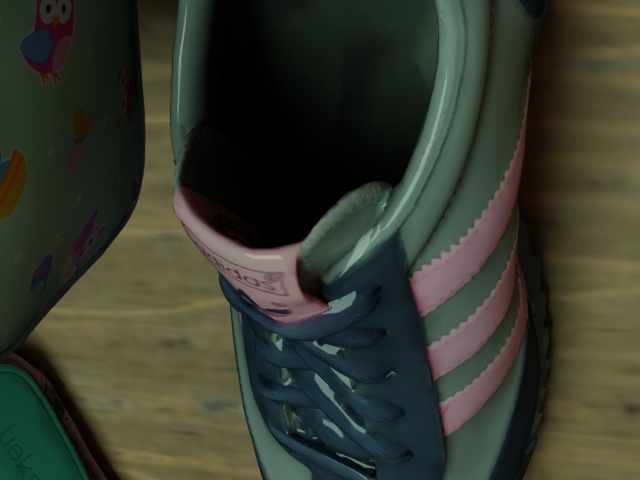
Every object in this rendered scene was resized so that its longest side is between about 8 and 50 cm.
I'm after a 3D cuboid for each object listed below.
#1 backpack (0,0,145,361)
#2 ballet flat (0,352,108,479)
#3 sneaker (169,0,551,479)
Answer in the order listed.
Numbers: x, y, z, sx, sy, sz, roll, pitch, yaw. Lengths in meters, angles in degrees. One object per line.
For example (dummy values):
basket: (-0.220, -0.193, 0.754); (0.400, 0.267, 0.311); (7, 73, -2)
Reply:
backpack: (-0.128, -0.039, 0.427); (0.144, 0.188, 0.166); (18, 129, 20)
ballet flat: (-0.101, 0.142, 0.710); (0.079, 0.077, 0.221); (-14, 108, 58)
sneaker: (0.000, 0.000, 0.496); (0.112, 0.131, 0.319); (16, 128, 23)
